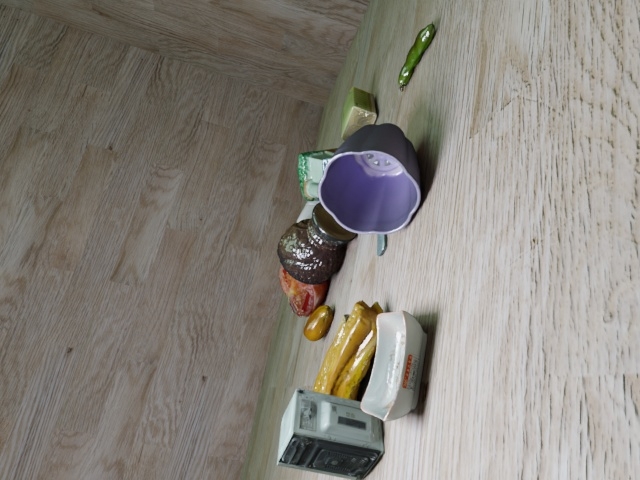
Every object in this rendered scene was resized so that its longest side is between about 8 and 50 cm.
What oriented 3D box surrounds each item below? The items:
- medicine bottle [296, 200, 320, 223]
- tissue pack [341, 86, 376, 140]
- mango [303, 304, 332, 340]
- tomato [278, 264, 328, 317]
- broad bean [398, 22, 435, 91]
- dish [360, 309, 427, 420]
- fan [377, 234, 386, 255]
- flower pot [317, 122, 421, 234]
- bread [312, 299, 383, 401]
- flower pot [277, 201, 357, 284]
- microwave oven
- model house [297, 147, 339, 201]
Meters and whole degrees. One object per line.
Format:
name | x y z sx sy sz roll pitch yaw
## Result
medicine bottle | 0.009 -0.161 2.036 0.341 0.130 0.130 -62 4 -23
tissue pack | 0.164 -0.546 2.000 0.234 0.125 0.159 -86 14 -51
mango | -0.001 0.316 1.758 0.159 0.084 0.105 -49 18 16
tomato | -0.049 0.177 2.002 0.309 0.170 0.309 27 123 49
broad bean | 0.309 -0.604 1.490 0.255 0.046 0.065 116 159 -56
dish | 0.158 0.256 0.935 0.151 0.077 0.213 141 143 -71
fan | 0.195 -0.077 1.416 0.057 0.023 0.282 116 164 -55
flower pot | 0.147 -0.190 1.230 0.265 0.264 0.243 115 177 -46
bread | 0.073 0.328 1.234 0.185 0.109 0.381 -91 19 -73
flower pot | 0.000 0.000 1.780 0.267 0.266 0.267 -50 25 43
microwave oven | 0.020 0.444 1.036 0.123 0.207 0.162 -87 15 -52
model house | 0.097 -0.230 1.659 0.325 0.266 0.194 -154 57 -62
